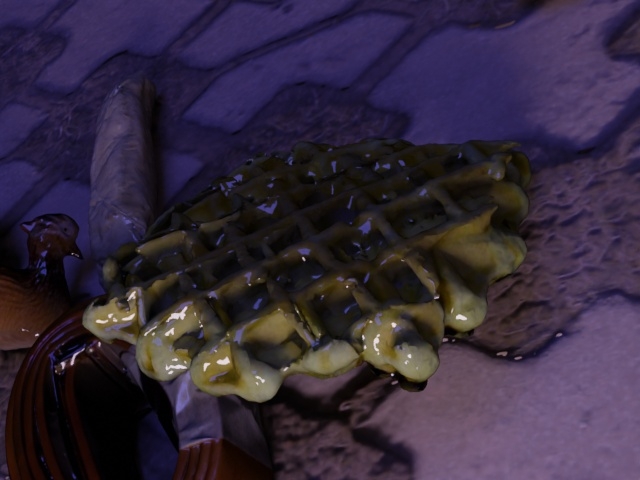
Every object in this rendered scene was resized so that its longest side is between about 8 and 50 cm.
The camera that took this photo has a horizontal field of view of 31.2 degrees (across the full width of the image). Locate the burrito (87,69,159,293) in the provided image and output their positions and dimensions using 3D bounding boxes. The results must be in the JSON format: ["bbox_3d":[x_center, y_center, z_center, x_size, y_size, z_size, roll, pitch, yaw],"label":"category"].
[{"bbox_3d":[-0.188,-0.070,1.114,0.082,0.059,0.275,-36,40,28],"label":"burrito"}]

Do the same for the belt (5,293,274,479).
[{"bbox_3d":[-0.136,0.152,0.861,0.184,0.105,0.261,-36,42,4],"label":"belt"}]

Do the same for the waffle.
[{"bbox_3d":[0.000,0.000,0.834,0.297,0.073,0.317,5,37,27],"label":"waffle"}]

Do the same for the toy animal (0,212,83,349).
[{"bbox_3d":[-0.318,0.039,1.059,0.188,0.089,0.179,21,77,-2],"label":"toy animal"}]
